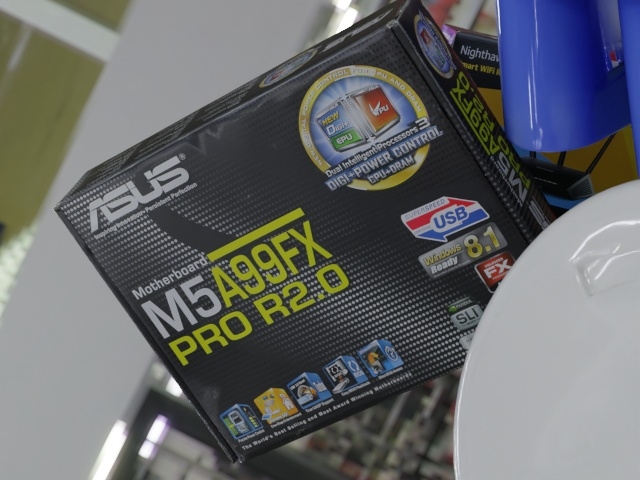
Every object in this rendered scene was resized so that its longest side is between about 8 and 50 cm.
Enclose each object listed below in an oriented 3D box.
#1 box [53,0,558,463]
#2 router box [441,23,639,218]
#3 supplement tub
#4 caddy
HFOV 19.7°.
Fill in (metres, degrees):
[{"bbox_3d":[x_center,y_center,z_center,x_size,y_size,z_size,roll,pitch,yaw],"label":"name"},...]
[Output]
[{"bbox_3d":[0.000,0.000,1.164,0.270,0.216,0.060,-26,17,26],"label":"box"},{"bbox_3d":[0.157,-0.070,1.312,0.046,0.178,0.133,-129,51,-71],"label":"router box"},{"bbox_3d":[0.248,0.110,0.931,0.228,0.316,0.228,-22,61,45],"label":"supplement tub"},{"bbox_3d":[0.253,-0.156,1.088,0.341,0.241,0.179,-20,-63,-34],"label":"caddy"}]
